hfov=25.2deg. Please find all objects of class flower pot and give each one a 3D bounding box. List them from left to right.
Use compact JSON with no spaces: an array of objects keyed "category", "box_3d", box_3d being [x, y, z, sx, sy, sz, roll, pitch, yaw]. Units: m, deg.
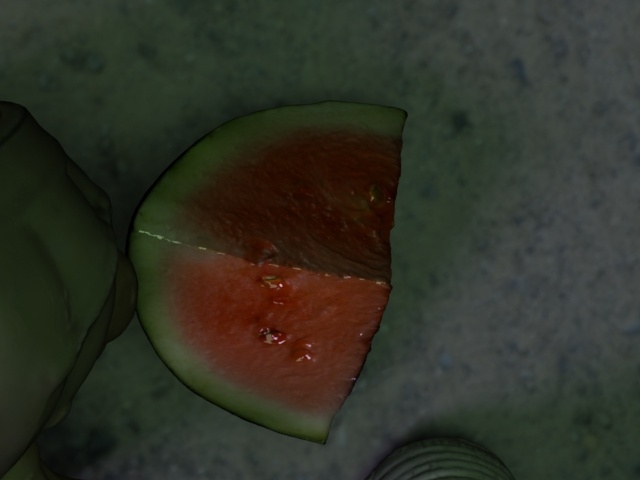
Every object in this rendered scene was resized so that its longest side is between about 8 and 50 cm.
[{"category":"flower pot","box_3d":[-0.215,0.096,0.680,0.307,0.307,0.244,-24,110,-6]}]

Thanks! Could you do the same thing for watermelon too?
[{"category":"watermelon","box_3d":[-0.016,-0.001,0.785,0.137,0.145,0.193,-17,133,23]}]

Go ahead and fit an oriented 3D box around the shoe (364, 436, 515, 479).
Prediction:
[{"category":"shoe","box_3d":[0.044,0.292,0.782,0.132,0.210,0.342,18,95,-12]}]
